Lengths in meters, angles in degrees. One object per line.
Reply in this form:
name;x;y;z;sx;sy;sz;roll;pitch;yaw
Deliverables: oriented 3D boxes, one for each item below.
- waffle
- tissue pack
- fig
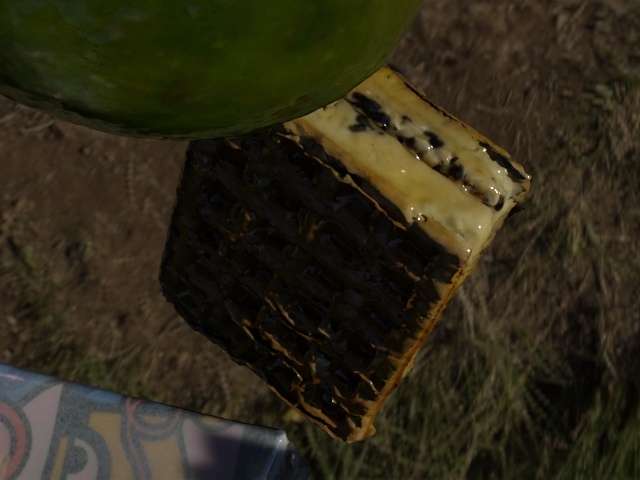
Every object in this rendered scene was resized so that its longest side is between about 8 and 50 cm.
waffle;-0.001;0.001;0.996;0.213;0.091;0.308;38;148;10
tissue pack;-0.094;0.125;0.628;0.155;0.065;0.115;12;71;22
fig;-0.081;-0.132;0.402;0.245;0.195;0.195;11;113;0
